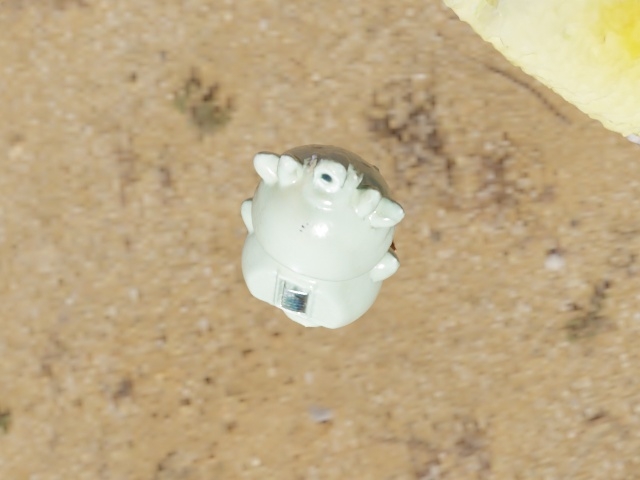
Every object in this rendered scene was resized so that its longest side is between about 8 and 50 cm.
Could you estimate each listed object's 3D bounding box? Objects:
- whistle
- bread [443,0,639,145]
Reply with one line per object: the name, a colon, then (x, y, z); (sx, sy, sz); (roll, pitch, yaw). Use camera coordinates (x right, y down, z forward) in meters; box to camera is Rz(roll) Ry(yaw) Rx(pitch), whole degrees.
whistle: (0.001, 0.002, 1.289); (0.101, 0.106, 0.253); (50, 161, 17)
bread: (0.132, -0.180, 0.831); (0.204, 0.162, 0.262); (-42, 92, 22)
